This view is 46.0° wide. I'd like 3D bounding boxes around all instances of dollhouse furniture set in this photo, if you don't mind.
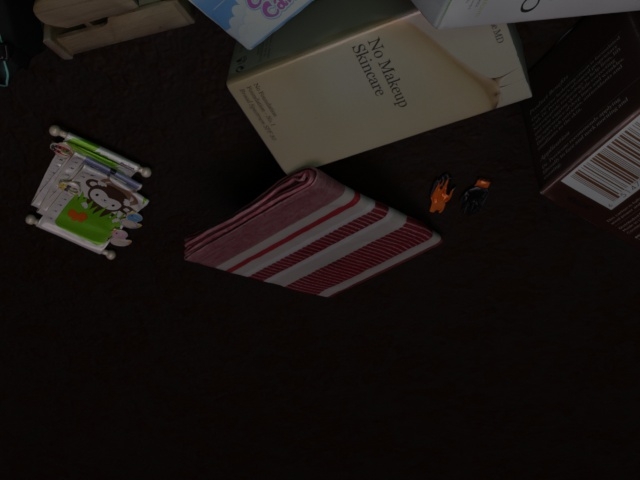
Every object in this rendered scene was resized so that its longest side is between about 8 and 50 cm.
[{"bbox_3d":[-0.248,-0.296,0.728,0.161,0.212,0.242,-10,161,15],"label":"dollhouse furniture set"}]

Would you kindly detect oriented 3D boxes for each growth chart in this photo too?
[{"bbox_3d":[-0.343,-0.062,1.126,0.172,0.021,0.237,21,136,-19],"label":"growth chart"}]

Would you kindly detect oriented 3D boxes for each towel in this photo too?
[{"bbox_3d":[0.000,0.000,1.077,0.237,0.037,0.329,-27,152,29],"label":"towel"}]

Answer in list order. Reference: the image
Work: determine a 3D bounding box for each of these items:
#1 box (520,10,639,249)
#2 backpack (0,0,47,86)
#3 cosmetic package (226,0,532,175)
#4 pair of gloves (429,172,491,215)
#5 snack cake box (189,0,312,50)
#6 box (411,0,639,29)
[{"bbox_3d":[0.349,-0.135,0.850,0.167,0.203,0.168,24,134,-21],"label":"box"},{"bbox_3d":[-0.394,-0.273,0.801,0.188,0.144,0.166,12,141,7],"label":"backpack"},{"bbox_3d":[0.067,-0.204,0.869,0.309,0.113,0.160,-16,134,22],"label":"cosmetic package"},{"bbox_3d":[0.198,-0.066,1.082,0.083,0.010,0.074,5,136,-5],"label":"pair of gloves"},{"bbox_3d":[0.003,-0.309,0.696,0.089,0.152,0.264,37,139,-27],"label":"snack cake box"},{"bbox_3d":[0.254,-0.303,0.661,0.322,0.058,0.232,-16,150,-31],"label":"box"}]
